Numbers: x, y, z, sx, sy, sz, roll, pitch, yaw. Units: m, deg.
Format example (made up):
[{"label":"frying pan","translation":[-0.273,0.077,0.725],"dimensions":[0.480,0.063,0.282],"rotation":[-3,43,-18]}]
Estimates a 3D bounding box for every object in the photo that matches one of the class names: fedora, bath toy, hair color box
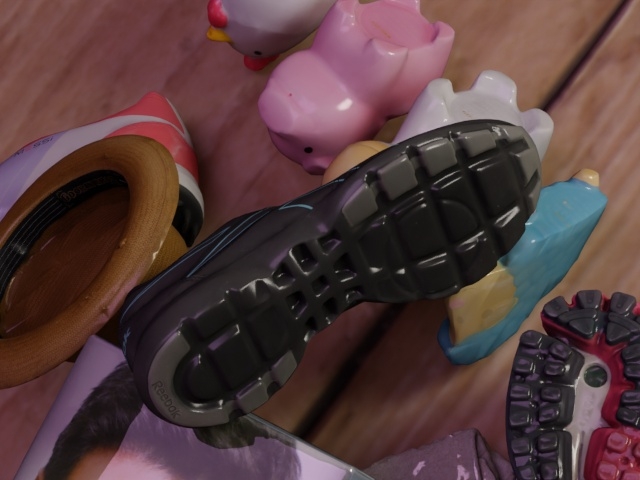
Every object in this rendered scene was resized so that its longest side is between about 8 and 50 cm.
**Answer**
[{"label":"fedora","translation":[-0.146,0.025,1.119],"dimensions":[0.194,0.079,0.194],"rotation":[-28,41,28]},{"label":"bath toy","translation":[0.028,-0.083,1.152],"dimensions":[0.348,0.151,0.129],"rotation":[52,139,31]},{"label":"hair color box","translation":[-0.129,0.266,1.016],"dimensions":[0.185,0.113,0.374],"rotation":[24,82,21]}]

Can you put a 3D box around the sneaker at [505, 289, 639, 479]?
[{"label":"sneaker","translation":[0.149,0.183,0.970],"dimensions":[0.121,0.112,0.299],"rotation":[9,67,20]}]

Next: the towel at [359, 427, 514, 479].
[{"label":"towel","translation":[0.002,0.240,1.074],"dimensions":[0.282,0.049,0.187],"rotation":[-21,61,19]}]

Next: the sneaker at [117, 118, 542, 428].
[{"label":"sneaker","translation":[0.000,0.000,0.997],"dimensions":[0.267,0.101,0.106],"rotation":[-29,28,-12]}]

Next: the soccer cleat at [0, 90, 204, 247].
[{"label":"soccer cleat","translation":[-0.229,-0.003,1.261],"dimensions":[0.318,0.108,0.116],"rotation":[-23,45,16]}]
